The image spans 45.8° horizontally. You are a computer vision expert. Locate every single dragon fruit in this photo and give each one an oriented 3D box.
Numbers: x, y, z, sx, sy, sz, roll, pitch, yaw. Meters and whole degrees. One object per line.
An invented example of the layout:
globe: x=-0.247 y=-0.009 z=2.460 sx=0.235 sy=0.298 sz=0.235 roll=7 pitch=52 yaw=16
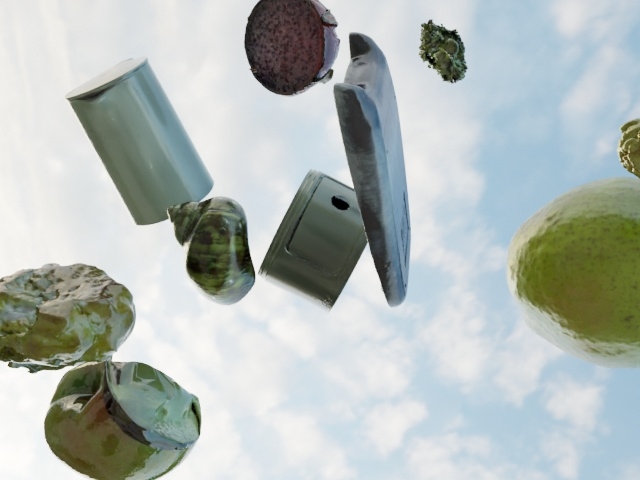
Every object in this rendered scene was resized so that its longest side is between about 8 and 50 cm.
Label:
dragon fruit: x=-0.034 y=-0.410 z=1.578 sx=0.224 sy=0.148 sz=0.218 roll=0 pitch=-82 yaw=37

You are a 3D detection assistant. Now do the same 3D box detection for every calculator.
calculator: x=0.059 y=-0.059 z=0.753 sx=0.040 sy=0.177 sz=0.268 roll=-3 pitch=-54 yaw=13

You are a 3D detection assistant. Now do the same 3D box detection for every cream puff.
cream puff: x=-0.469 y=0.159 z=1.345 sx=0.282 sy=0.282 sz=0.185 roll=22 pitch=-61 yaw=33

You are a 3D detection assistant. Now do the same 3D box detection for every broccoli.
broccoli: x=0.207 y=-0.317 z=1.272 sx=0.095 sy=0.092 sz=0.096 roll=10 pitch=-76 yaw=-6

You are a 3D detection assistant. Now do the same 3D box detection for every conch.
conch: x=-0.201 y=0.010 z=1.369 sx=0.181 sy=0.124 sz=0.187 roll=41 pitch=-72 yaw=34

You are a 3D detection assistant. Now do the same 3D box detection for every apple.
apple: x=-0.280 y=0.261 z=1.078 sx=0.207 sy=0.173 sz=0.188 roll=10 pitch=-27 yaw=43

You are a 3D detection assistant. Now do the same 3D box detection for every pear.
pear: x=0.539 y=0.056 z=1.421 sx=0.391 sy=0.391 sz=0.391 roll=12 pitch=-71 yaw=36

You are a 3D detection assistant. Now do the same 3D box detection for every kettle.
kettle: x=-0.377 y=-0.229 z=1.659 sx=0.205 sy=0.265 sz=0.318 roll=-5 pitch=-58 yaw=39

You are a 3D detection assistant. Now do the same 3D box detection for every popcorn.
popcorn: x=0.528 y=-0.140 z=1.183 sx=0.116 sy=0.121 sz=0.106 roll=-138 pitch=-147 yaw=-63

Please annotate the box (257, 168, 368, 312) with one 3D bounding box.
box: x=0.000 y=0.000 z=1.376 sx=0.149 sy=0.226 sz=0.226 roll=27 pitch=-58 yaw=0
